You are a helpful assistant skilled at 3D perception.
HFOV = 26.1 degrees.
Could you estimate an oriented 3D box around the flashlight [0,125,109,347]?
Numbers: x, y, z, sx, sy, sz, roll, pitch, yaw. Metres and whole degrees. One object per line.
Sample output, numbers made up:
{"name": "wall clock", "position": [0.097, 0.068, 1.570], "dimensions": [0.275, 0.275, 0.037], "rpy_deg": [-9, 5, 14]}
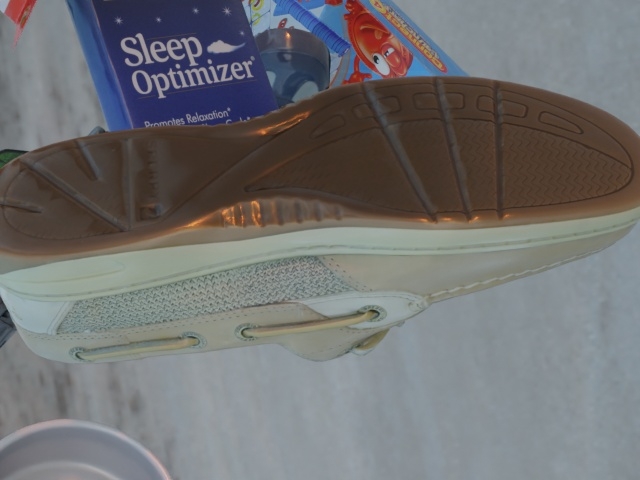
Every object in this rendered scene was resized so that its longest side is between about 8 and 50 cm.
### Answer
{"name": "flashlight", "position": [-0.327, 0.006, 1.652], "dimensions": [0.103, 0.304, 0.103], "rpy_deg": [44, -177, 36]}

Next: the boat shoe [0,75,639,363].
{"name": "boat shoe", "position": [0.000, 0.000, 0.636], "dimensions": [0.109, 0.302, 0.098], "rpy_deg": [-96, -2, -48]}

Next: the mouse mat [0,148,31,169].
{"name": "mouse mat", "position": [-0.440, -0.071, 2.019], "dimensions": [0.189, 0.152, 0.007], "rpy_deg": [-43, 56, 38]}

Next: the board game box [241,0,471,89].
{"name": "board game box", "position": [-0.033, -0.183, 1.656], "dimensions": [0.308, 0.302, 0.086], "rpy_deg": [-44, 5, 27]}

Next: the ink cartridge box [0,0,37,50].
{"name": "ink cartridge box", "position": [-0.276, -0.310, 1.339], "dimensions": [0.189, 0.066, 0.232], "rpy_deg": [-60, 16, 20]}

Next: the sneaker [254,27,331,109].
{"name": "sneaker", "position": [-0.073, -0.075, 1.393], "dimensions": [0.319, 0.112, 0.131], "rpy_deg": [124, 153, -48]}

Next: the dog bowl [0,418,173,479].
{"name": "dog bowl", "position": [-0.300, 0.352, 1.642], "dimensions": [0.104, 0.264, 0.265], "rpy_deg": [113, 143, -51]}

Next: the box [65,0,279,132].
{"name": "box", "position": [-0.107, -0.134, 1.023], "dimensions": [0.036, 0.136, 0.225], "rpy_deg": [-28, 80, 50]}
